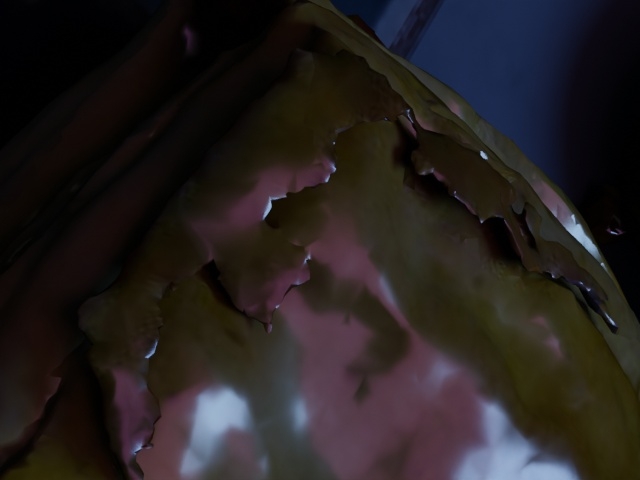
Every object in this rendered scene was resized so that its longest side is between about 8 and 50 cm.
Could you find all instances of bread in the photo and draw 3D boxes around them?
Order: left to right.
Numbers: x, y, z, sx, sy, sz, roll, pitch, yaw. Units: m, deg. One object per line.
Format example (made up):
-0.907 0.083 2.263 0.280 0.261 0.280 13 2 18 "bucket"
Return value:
0.012 0.109 0.525 0.277 0.167 0.324 -51 132 -22 "bread"

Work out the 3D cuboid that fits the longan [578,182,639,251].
0.176 -0.009 0.690 0.145 0.176 0.155 59 24 -75 "longan"
